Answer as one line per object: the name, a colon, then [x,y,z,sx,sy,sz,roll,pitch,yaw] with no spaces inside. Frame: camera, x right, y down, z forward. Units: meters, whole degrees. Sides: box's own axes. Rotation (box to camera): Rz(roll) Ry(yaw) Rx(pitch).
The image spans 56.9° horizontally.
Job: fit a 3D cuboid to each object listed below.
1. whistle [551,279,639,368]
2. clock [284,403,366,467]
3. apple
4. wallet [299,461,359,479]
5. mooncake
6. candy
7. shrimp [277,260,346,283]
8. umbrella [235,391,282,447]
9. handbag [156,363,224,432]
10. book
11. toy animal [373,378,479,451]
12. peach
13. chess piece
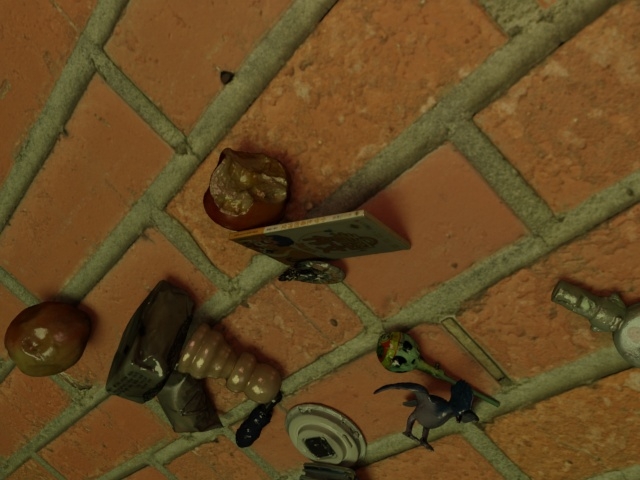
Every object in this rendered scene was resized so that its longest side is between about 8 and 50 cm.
whistle: [0.539,0.144,1.046,0.257,0.067,0.126,26,116,13]
clock: [0.005,0.534,1.573,0.236,0.053,0.237,12,126,17]
apple: [-0.138,-0.092,1.150,0.158,0.156,0.147,22,139,-8]
wallet: [0.055,0.700,1.625,0.176,0.075,0.251,-3,134,27]
mooncake: [-0.415,0.257,1.464,0.136,0.250,0.254,28,137,-20]
candy: [0.260,0.287,1.280,0.305,0.083,0.091,27,135,-3]
shrimp: [-0.025,0.064,1.267,0.160,0.034,0.091,-3,144,26]
umbrella: [-0.172,0.485,1.622,0.070,0.071,0.248,31,126,3]
handbag: [-0.383,0.443,1.660,0.182,0.117,0.271,-5,119,19]
book: [0.000,0.000,1.147,0.295,0.020,0.208,-9,159,30]
toy animal: [0.249,0.360,1.273,0.239,0.255,0.176,29,90,-15]
peach: [-0.757,0.277,1.679,0.235,0.214,0.214,-19,113,15]
chess piece: [-0.220,0.322,1.497,0.260,0.143,0.143,27,130,-3]
